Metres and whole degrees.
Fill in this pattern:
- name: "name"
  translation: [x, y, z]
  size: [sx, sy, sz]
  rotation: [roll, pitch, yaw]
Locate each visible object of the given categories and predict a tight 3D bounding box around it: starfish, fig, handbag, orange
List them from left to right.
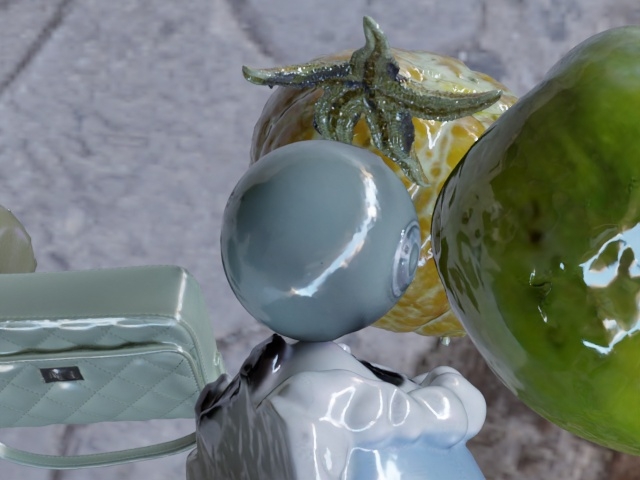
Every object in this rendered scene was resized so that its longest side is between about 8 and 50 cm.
- name: "handbag"
  translation: [-0.205, 0.124, 1.445]
  size: [0.079, 0.256, 0.219]
  rotation: [-85, 168, -48]
- name: "starfish"
  translation: [0.050, -0.104, 1.243]
  size: [0.208, 0.176, 0.053]
  rotation: [52, 47, -62]
- name: "orange"
  translation: [0.086, -0.047, 1.642]
  size: [0.329, 0.329, 0.249]
  rotation: [-6, 124, -41]
- name: "fig"
  translation: [0.196, 0.034, 1.028]
  size: [0.233, 0.233, 0.314]
  rotation: [-5, 65, -41]

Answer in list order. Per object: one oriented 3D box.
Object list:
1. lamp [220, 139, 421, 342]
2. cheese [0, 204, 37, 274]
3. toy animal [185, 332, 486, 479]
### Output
- name: "lamp"
  translation: [0.000, 0.000, 0.856]
  size: [0.105, 0.105, 0.105]
  rotation: [-6, 99, -41]
- name: "cheese"
  translation: [-0.374, 0.061, 1.769]
  size: [0.175, 0.091, 0.202]
  rotation: [67, 28, -56]
- name: "toy animal"
  translation: [0.022, 0.150, 0.900]
  size: [0.156, 0.208, 0.204]
  rotation: [-1, 72, -21]
